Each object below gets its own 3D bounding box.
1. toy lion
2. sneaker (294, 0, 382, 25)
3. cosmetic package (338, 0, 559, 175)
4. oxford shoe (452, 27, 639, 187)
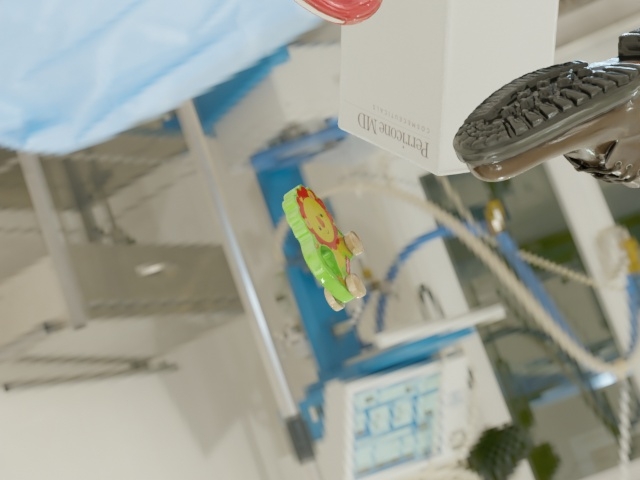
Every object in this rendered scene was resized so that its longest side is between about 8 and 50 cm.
[{"bbox_3d":[0.000,0.000,1.345,0.034,0.100,0.096,-31,123,21],"label":"toy lion"},{"bbox_3d":[-0.021,-0.267,1.168,0.087,0.221,0.128,-41,-173,-7],"label":"sneaker"},{"bbox_3d":[0.148,-0.327,1.730,0.162,0.453,0.230,-11,-157,-29],"label":"cosmetic package"},{"bbox_3d":[0.182,-0.069,0.938,0.227,0.096,0.083,-20,-157,-27],"label":"oxford shoe"}]
